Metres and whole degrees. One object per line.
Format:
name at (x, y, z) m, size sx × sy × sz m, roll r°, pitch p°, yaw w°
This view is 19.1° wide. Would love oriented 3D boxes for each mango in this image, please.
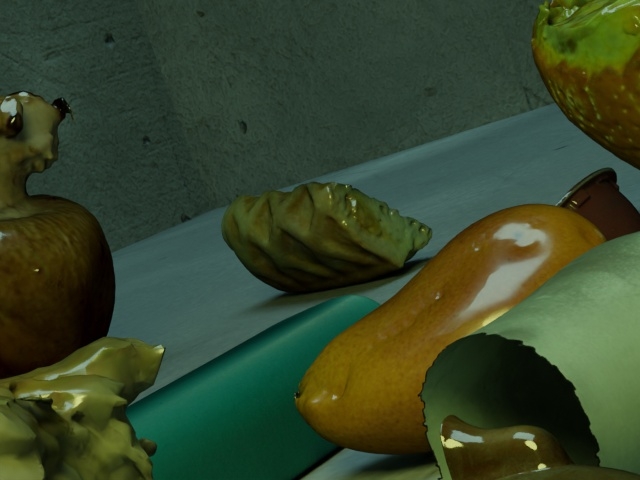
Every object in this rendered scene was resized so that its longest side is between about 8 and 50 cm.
mango at (0.070, 0.052, 0.861) m, size 0.159 × 0.084 × 0.105 m, roll -39°, pitch 20°, yaw 4°

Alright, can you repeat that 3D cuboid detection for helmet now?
helmet at (0.159, 0.009, 1.075) m, size 0.111 × 0.057 × 0.089 m, roll -19°, pitch -40°, yaw -59°

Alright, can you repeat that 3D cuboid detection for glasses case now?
glasses case at (-0.073, 0.103, 0.929) m, size 0.117 × 0.070 × 0.301 m, roll -17°, pitch 7°, yaw 32°

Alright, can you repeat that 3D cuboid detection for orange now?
orange at (0.326, -0.142, 1.317) m, size 0.334 × 0.196 × 0.262 m, roll -23°, pitch 18°, yaw 17°

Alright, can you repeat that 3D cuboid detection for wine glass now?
wine glass at (0.130, 0.038, 0.689) m, size 0.202 × 0.093 × 0.093 m, roll -24°, pitch 6°, yaw -39°

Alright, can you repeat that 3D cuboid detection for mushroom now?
mushroom at (-0.330, 0.031, 1.591) m, size 0.345 × 0.259 × 0.345 m, roll -19°, pitch 4°, yaw 2°

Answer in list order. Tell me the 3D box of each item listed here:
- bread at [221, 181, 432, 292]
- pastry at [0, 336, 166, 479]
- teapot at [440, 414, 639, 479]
bread at (0.000, 0.000, 1.650) m, size 0.128 × 0.088 × 0.232 m, roll 16°, pitch -9°, yaw -27°
pastry at (-0.196, 0.137, 0.582) m, size 0.330 × 0.136 × 0.329 m, roll -17°, pitch 0°, yaw 0°
teapot at (0.073, 0.085, 0.508) m, size 0.080 × 0.085 × 0.110 m, roll -15°, pitch -13°, yaw 33°
